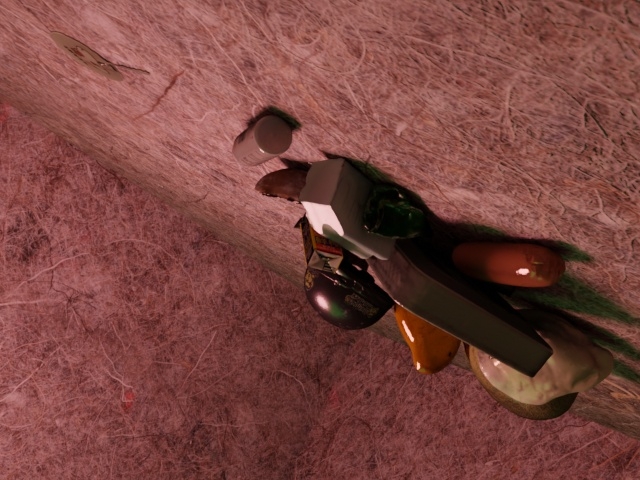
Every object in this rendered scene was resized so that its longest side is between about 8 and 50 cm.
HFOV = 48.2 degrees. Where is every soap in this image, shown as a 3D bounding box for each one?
[{"bbox_3d":[0.065,-0.066,1.494,0.091,0.145,0.230,3,160,46],"label":"soap"}]

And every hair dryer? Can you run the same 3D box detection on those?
[{"bbox_3d":[0.413,0.098,1.663,0.100,0.057,0.197,25,176,24],"label":"hair dryer"}]

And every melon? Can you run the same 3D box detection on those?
[{"bbox_3d":[0.563,0.352,1.984,0.329,0.249,0.248,38,169,-6],"label":"melon"}]

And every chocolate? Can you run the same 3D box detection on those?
[{"bbox_3d":[-0.024,-0.116,1.637,0.161,0.083,0.261,13,-176,-45],"label":"chocolate"}]

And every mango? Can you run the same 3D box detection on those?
[{"bbox_3d":[0.282,0.203,1.881,0.176,0.295,0.120,-2,166,-14],"label":"mango"}]

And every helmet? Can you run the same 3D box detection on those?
[{"bbox_3d":[0.050,0.135,1.839,0.278,0.160,0.230,29,-172,-30],"label":"helmet"}]

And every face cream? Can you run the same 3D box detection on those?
[{"bbox_3d":[-0.133,-0.200,1.496,0.082,0.082,0.269,31,169,-17],"label":"face cream"}]

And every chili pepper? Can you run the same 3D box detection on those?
[{"bbox_3d":[0.167,-0.041,1.491,0.216,0.108,0.062,33,-159,-44],"label":"chili pepper"}]

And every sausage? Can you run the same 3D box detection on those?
[{"bbox_3d":[0.360,0.043,1.404,0.086,0.086,0.289,32,171,-21],"label":"sausage"}]

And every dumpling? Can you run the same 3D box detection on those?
[{"bbox_3d":[0.540,0.296,1.769,0.318,0.243,0.187,26,-173,25],"label":"dumpling"}]

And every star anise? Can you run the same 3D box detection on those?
[{"bbox_3d":[0.056,-0.017,1.867,0.223,0.109,0.236,35,-172,8],"label":"star anise"}]

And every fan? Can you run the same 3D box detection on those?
[{"bbox_3d":[-0.495,-0.405,1.635,0.329,0.009,0.191,22,168,33],"label":"fan"}]

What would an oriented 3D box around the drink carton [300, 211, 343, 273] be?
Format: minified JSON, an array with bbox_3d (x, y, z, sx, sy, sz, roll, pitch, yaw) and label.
[{"bbox_3d":[0.000,0.000,1.576,0.071,0.056,0.166,17,-150,-18],"label":"drink carton"}]

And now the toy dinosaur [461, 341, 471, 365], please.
[{"bbox_3d":[0.552,0.345,2.299,0.206,0.113,0.327,17,161,-34],"label":"toy dinosaur"}]

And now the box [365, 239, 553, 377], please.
[{"bbox_3d":[0.299,0.124,1.631,0.396,0.111,0.396,30,-169,-17],"label":"box"}]
